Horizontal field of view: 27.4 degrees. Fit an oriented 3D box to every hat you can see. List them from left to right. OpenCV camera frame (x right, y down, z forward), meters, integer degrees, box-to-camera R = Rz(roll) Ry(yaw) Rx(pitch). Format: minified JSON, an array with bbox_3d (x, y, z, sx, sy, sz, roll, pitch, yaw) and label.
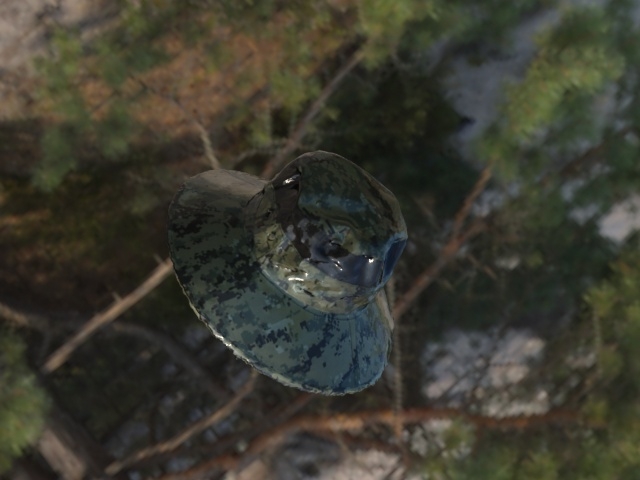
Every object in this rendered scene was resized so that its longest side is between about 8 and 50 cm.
[{"bbox_3d":[0.000,0.000,1.149,0.265,0.265,0.128,-13,152,-52],"label":"hat"}]
